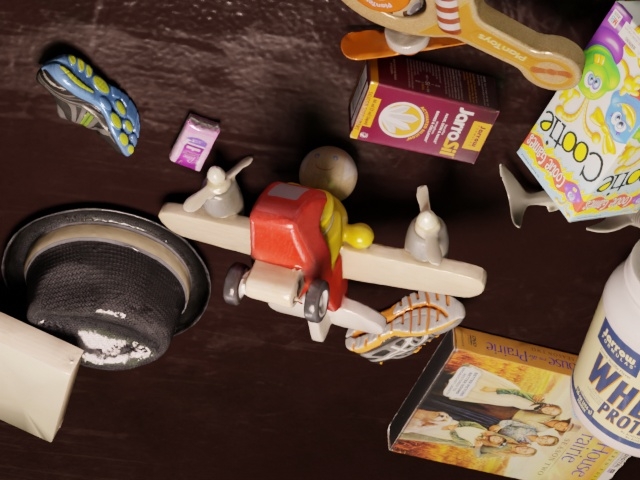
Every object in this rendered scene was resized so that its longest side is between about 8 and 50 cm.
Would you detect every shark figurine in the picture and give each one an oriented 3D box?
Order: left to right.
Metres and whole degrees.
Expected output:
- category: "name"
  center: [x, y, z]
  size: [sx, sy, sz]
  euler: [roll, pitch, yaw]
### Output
- category: "shark figurine"
  center: [0.411, -0.079, 1.934]
  size: [0.278, 0.166, 0.116]
  euler: [10, 110, 14]

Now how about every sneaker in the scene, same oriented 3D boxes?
- category: "sneaker"
  center: [-0.325, -0.191, 1.836]
  size: [0.078, 0.067, 0.188]
  euler: [-9, 139, 38]
- category: "sneaker"
  center: [0.148, 0.147, 2.146]
  size: [0.215, 0.084, 0.083]
  euler: [-19, 134, 30]

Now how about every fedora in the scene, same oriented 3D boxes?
- category: "fedora"
  center: [-0.342, 0.100, 2.046]
  size: [0.334, 0.152, 0.334]
  euler: [0, 134, 0]

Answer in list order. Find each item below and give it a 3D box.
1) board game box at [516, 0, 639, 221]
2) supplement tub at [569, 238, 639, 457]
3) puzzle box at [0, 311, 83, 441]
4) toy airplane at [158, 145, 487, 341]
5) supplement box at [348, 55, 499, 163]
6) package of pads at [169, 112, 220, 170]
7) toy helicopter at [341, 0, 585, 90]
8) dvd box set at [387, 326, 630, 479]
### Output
- category: "board game box"
  center: [0.413, -0.173, 1.756]
  size: [0.142, 0.144, 0.275]
  euler: [-8, 142, -35]
- category: "supplement tub"
  center: [0.542, 0.163, 2.049]
  size: [0.235, 0.235, 0.324]
  euler: [5, 134, -4]
- category: "puzzle box"
  center: [-0.586, 0.165, 2.064]
  size: [0.409, 0.052, 0.272]
  euler: [26, 145, -3]
- category: "toy airplane"
  center: [0.000, 0.000, 1.909]
  size: [0.386, 0.272, 0.384]
  euler: [18, 170, -28]
- category: "supplement box"
  center: [0.143, -0.186, 1.817]
  size: [0.188, 0.080, 0.104]
  euler: [11, 133, -11]
- category: "package of pads"
  center: [-0.183, -0.144, 1.893]
  size: [0.050, 0.032, 0.083]
  euler: [20, 131, -15]
- category: "toy helicopter"
  center: [0.173, -0.280, 1.682]
  size: [0.355, 0.140, 0.235]
  euler: [26, 152, -8]
- category: "dvd box set"
  center: [0.368, 0.311, 2.313]
  size: [0.421, 0.062, 0.307]
  euler: [15, 133, -14]
